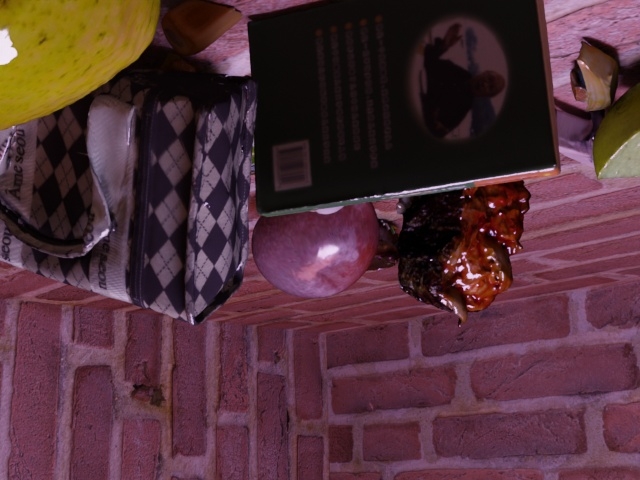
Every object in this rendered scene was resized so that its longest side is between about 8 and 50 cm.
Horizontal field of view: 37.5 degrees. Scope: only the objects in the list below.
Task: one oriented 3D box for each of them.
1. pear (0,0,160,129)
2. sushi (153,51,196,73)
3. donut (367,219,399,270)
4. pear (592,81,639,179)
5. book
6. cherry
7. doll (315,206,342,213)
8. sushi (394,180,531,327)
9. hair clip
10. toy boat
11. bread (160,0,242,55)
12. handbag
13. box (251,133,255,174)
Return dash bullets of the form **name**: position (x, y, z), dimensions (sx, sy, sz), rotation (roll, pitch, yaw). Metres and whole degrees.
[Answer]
- **pear**: position (-0.268, -0.246, 0.628), dimensions (0.391, 0.391, 0.391), rotation (-1, 166, 0)
- **sushi**: position (-0.222, -0.181, 1.341), dimensions (0.296, 0.179, 0.167), rotation (-9, 153, -51)
- **donut**: position (0.069, 0.015, 2.260), dimensions (0.270, 0.103, 0.270), rotation (-1, 169, 0)
- **pear**: position (0.544, -0.203, 1.357), dimensions (0.288, 0.139, 0.239), rotation (-3, 153, -25)
- **book**: position (0.088, -0.178, 1.129), dimensions (0.371, 0.260, 0.043), rotation (-7, 170, 22)
- **cherry**: position (0.000, 0.000, 1.963), dimensions (0.261, 0.221, 0.307), rotation (8, 145, -43)
- **doll**: position (0.053, -0.139, 1.451), dimensions (0.278, 0.119, 0.154), rotation (-28, 151, -37)
- **sushi**: position (0.238, -0.025, 1.605), dimensions (0.196, 0.343, 0.182), rotation (8, 177, -26)
- **hair clip**: position (0.487, -0.165, 1.597), dimensions (0.101, 0.085, 0.331), rotation (-9, 171, 35)
- **toy boat**: position (0.392, -0.233, 1.358), dimensions (0.066, 0.065, 0.172), rotation (14, 170, 21)
- **bread**: position (-0.151, -0.273, 1.175), dimensions (0.062, 0.103, 0.049), rotation (44, 143, -4)
- **handbag**: position (-0.296, -0.101, 1.164), dimensions (0.416, 0.316, 0.180), rotation (15, -149, 17)
- **box**: position (-0.159, -0.146, 1.573), dimensions (0.345, 0.097, 0.134), rotation (-14, 164, 40)
